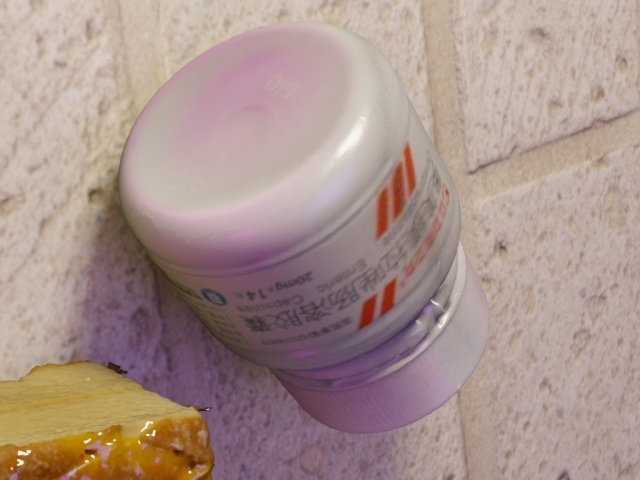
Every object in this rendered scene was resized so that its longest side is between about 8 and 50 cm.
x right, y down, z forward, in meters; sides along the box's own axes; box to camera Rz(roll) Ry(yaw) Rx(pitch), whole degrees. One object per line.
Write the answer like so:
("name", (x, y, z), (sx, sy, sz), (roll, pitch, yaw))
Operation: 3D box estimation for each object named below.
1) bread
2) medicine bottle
("bread", (-0.242, 0.259, 1.078), (0.279, 0.207, 0.279), (-3, 101, -41))
("medicine bottle", (0.000, 0.000, 1.201), (0.256, 0.256, 0.325), (-51, 136, -21))
